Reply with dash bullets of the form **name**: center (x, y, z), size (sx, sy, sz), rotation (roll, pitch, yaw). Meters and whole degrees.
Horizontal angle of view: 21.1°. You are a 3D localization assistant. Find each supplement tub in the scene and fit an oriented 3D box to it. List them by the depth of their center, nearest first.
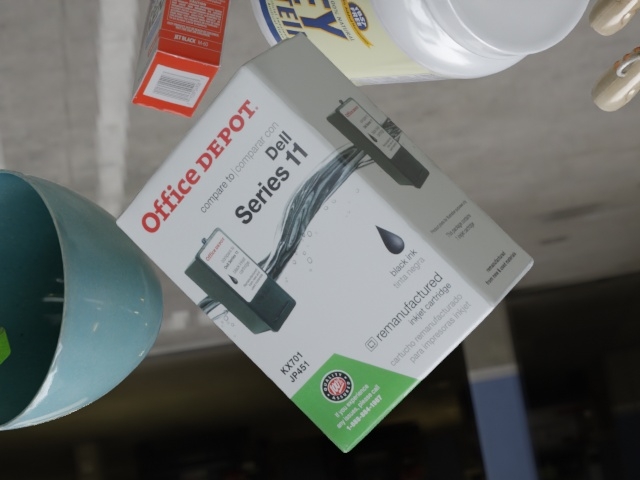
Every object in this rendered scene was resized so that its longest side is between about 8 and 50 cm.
- **supplement tub**: center (0.098, -0.278, 1.738), size (0.235, 0.235, 0.325), rotation (-2, -177, -33)

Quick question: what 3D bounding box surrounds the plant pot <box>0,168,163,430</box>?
- **plant pot**: center (-0.297, 0.071, 1.966), size (0.195, 0.290, 0.290), rotation (5, 162, -44)

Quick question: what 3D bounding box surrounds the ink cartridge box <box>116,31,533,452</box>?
- **ink cartridge box**: center (0.000, 0.000, 1.055), size (0.153, 0.208, 0.087), rotation (-48, 175, 30)

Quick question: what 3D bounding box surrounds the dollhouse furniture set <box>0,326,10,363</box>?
- **dollhouse furniture set**: center (-0.469, 0.119, 1.683), size (0.151, 0.301, 0.197), rotation (26, 145, 23)

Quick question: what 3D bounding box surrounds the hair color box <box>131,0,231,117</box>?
- **hair color box**: center (-0.100, -0.191, 1.313), size (0.053, 0.167, 0.093), rotation (14, 155, -13)

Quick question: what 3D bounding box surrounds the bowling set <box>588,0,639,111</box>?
- **bowling set**: center (0.362, -0.262, 1.758), size (0.287, 0.200, 0.154), rotation (-19, 159, -41)
